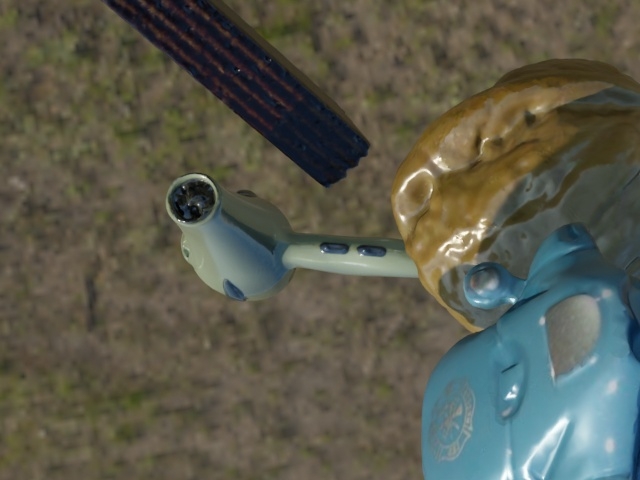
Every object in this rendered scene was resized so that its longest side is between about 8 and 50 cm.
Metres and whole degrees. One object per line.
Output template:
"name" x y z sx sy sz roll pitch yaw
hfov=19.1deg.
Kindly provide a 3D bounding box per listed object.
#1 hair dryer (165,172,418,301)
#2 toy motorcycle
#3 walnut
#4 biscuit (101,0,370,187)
"hair dryer" -0.036 -0.008 1.934 0.298 0.119 0.296 -2 166 32
"toy motorcycle" 0.133 0.083 0.671 0.182 0.123 0.272 -9 145 9
"walnut" 0.189 -0.040 1.593 0.257 0.224 0.257 -1 125 -1
"biscuit" -0.098 -0.191 1.914 0.073 0.107 0.388 -44 127 8
